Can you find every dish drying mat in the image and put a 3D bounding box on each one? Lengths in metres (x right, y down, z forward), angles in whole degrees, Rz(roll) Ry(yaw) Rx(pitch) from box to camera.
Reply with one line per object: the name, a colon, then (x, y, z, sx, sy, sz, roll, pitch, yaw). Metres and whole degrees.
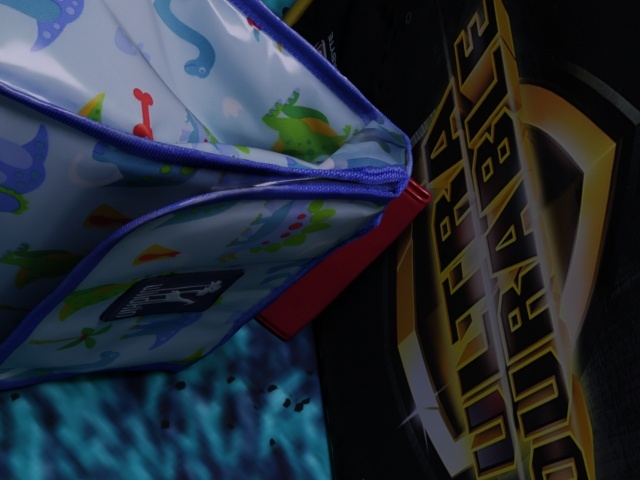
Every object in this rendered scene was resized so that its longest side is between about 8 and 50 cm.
dish drying mat: (0.000, 0.000, 0.592, 0.032, 0.083, 0.008, 38, 43, -7)

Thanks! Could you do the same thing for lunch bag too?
lunch bag: (-0.069, -0.022, 0.529, 0.151, 0.129, 0.096, 25, 53, -20)

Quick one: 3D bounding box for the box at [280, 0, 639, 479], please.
box: (0.090, 0.000, 0.535, 0.079, 0.257, 0.322, 11, 55, -28)
